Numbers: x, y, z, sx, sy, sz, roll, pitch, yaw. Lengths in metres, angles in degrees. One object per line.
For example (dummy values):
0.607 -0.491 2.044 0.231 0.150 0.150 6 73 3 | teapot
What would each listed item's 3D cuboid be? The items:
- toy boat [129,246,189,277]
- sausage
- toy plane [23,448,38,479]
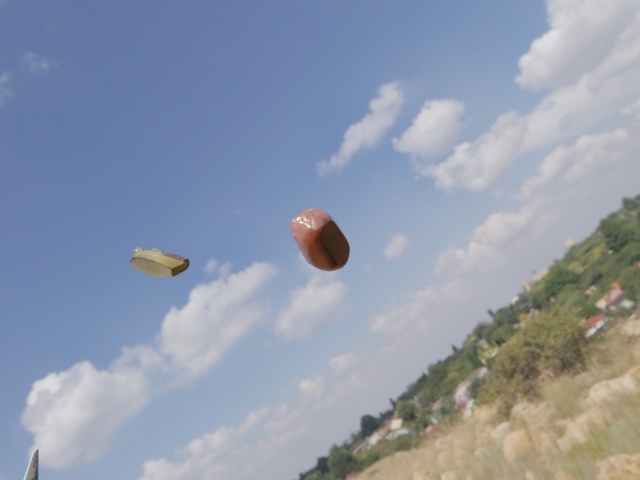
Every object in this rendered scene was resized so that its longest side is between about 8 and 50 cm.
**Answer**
-0.318 0.042 1.235 0.049 0.149 0.047 -40 -51 -44 | toy boat
0.000 0.000 0.802 0.059 0.054 0.094 -60 -44 -30 | sausage
-0.309 0.278 0.536 0.226 0.058 0.226 -3 25 24 | toy plane
